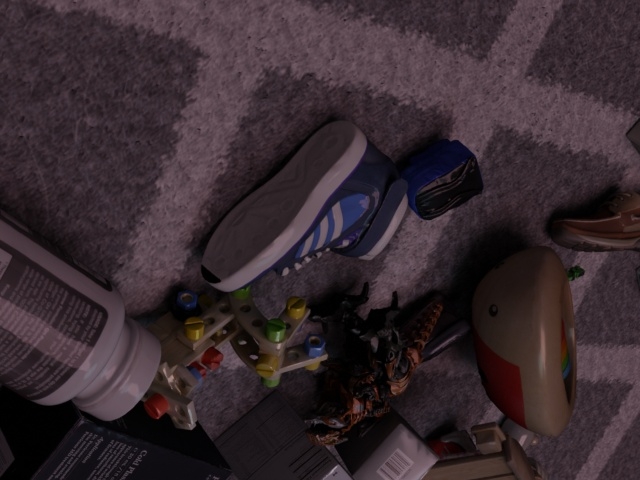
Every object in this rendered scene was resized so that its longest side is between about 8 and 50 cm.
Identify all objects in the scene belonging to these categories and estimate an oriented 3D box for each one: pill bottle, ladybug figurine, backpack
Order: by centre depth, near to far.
[{"bbox_3d":[-0.353,0.092,1.243,0.318,0.176,0.176,39,93,-31],"label":"pill bottle"},{"bbox_3d":[0.184,-0.094,1.624,0.120,0.101,0.098,-34,134,-7],"label":"backpack"},{"bbox_3d":[0.382,0.195,1.898,0.449,0.162,0.305,69,28,-46],"label":"ladybug figurine"}]

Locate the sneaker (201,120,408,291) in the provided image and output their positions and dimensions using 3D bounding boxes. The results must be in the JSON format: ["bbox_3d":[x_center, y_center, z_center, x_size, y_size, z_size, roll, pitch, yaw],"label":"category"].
[{"bbox_3d":[0.000,0.000,1.529,0.323,0.130,0.236,-47,133,-7],"label":"sneaker"}]

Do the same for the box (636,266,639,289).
[{"bbox_3d":[0.754,0.085,2.196,0.102,0.101,0.087,-37,136,-7],"label":"box"}]

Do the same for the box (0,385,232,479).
[{"bbox_3d":[-0.368,0.372,1.488,0.343,0.179,0.312,-50,136,4],"label":"box"}]

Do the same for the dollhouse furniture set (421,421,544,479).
[{"bbox_3d":[0.235,0.402,1.876,0.303,0.173,0.355,-15,135,21],"label":"dollhouse furniture set"}]

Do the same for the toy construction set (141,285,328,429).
[{"bbox_3d":[-0.158,0.167,1.450,0.328,0.215,0.151,-27,142,-52],"label":"toy construction set"}]

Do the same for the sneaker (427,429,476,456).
[{"bbox_3d":[0.260,0.507,2.151,0.118,0.107,0.279,-10,125,-9],"label":"sneaker"}]

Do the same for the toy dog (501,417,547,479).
[{"bbox_3d":[0.414,0.566,2.224,0.161,0.220,0.333,20,113,-27],"label":"toy dog"}]

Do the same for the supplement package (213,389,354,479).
[{"bbox_3d":[-0.043,0.406,1.746,0.149,0.203,0.194,-40,136,-7],"label":"supplement package"}]

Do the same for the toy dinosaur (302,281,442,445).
[{"bbox_3d":[0.081,0.197,1.696,0.322,0.164,0.218,-53,131,-47],"label":"toy dinosaur"}]

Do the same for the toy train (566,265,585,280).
[{"bbox_3d":[0.495,0.073,2.043,0.083,0.024,0.017,-20,131,-26],"label":"toy train"}]

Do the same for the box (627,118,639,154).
[{"bbox_3d":[0.705,-0.150,1.978,0.094,0.113,0.275,-49,135,5],"label":"box"}]

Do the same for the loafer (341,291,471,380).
[{"bbox_3d":[0.123,0.202,1.824,0.303,0.095,0.109,-30,165,-10],"label":"loafer"}]

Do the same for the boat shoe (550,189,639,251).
[{"bbox_3d":[0.582,-0.037,1.982,0.324,0.123,0.116,1,87,-28],"label":"boat shoe"}]

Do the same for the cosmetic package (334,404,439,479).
[{"bbox_3d":[0.105,0.362,1.795,0.107,0.238,0.127,42,90,-9],"label":"cosmetic package"}]
